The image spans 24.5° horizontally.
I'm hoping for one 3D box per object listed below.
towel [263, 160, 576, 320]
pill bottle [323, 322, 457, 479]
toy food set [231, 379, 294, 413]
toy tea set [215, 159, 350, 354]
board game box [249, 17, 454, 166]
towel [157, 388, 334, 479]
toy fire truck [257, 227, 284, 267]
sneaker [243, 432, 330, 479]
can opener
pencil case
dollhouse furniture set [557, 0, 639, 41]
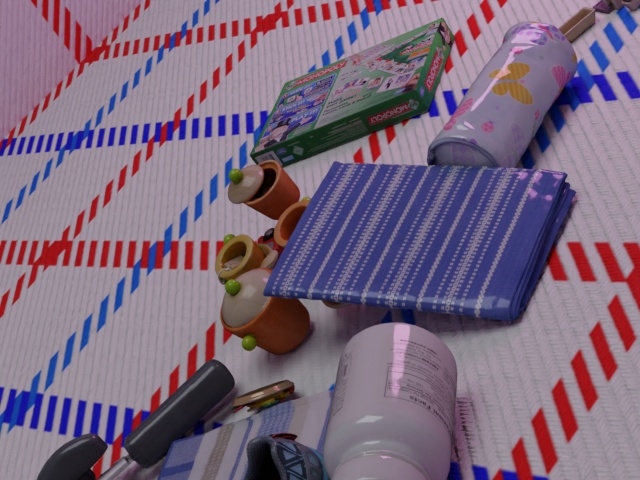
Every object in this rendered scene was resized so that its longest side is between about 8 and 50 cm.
[{"bbox_3d":[0.122,-0.002,1.805,0.336,0.040,0.243,4,46,29],"label":"towel"},{"bbox_3d":[0.071,0.202,1.518,0.131,0.131,0.229,-24,28,24],"label":"pill bottle"},{"bbox_3d":[-0.070,0.191,1.792,0.083,0.020,0.082,-20,-1,35],"label":"toy food set"},{"bbox_3d":[-0.076,0.006,1.954,0.200,0.124,0.336,-46,36,6],"label":"toy tea set"},{"bbox_3d":[0.051,-0.232,2.362,0.317,0.046,0.213,-19,30,32],"label":"board game box"},{"bbox_3d":[-0.088,0.278,1.697,0.285,0.034,0.209,-21,32,32],"label":"towel"},{"bbox_3d":[0.000,0.000,2.036,0.192,0.047,0.135,-30,28,14],"label":"toy fire truck"},{"bbox_3d":[-0.078,0.315,1.488,0.104,0.125,0.262,-6,52,41],"label":"sneaker"},{"bbox_3d":[-0.230,0.245,1.856,0.280,0.093,0.074,-38,7,-5],"label":"can opener"},{"bbox_3d":[0.244,-0.170,1.954,0.113,0.124,0.273,25,56,14],"label":"pencil case"},{"bbox_3d":[0.381,-0.342,2.106,0.114,0.081,0.091,-40,26,-8],"label":"dollhouse furniture set"}]
